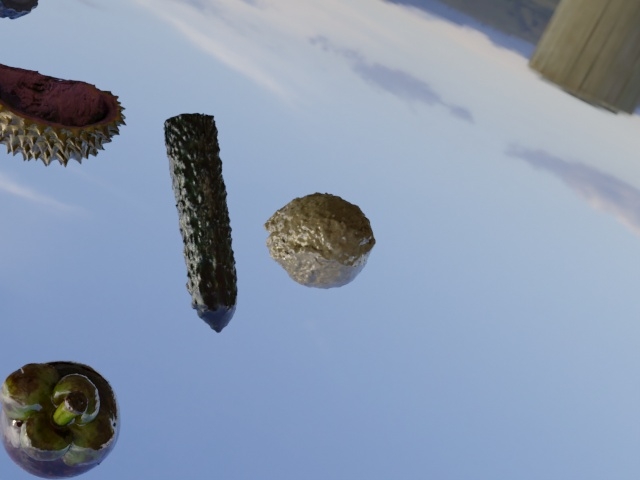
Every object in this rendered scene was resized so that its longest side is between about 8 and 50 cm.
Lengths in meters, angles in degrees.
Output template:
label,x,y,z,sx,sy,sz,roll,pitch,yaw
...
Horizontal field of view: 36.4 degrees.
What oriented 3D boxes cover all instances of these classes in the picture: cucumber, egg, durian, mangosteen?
label,x,y,z,sx,sy,sz,roll,pitch,yaw
cucumber,-0.196,-0.026,1.607,0.096,0.360,0.096,-8,173,-1
egg,0.000,0.000,1.164,0.118,0.116,0.140,16,179,-41
durian,-0.456,-0.190,1.620,0.260,0.186,0.154,3,-121,-26
mangosteen,-0.318,0.225,1.180,0.155,0.146,0.181,17,-176,-17

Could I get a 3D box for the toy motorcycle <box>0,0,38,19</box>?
label,x,y,z,sx,sy,sz,roll,pitch,yaw
toy motorcycle,-0.290,-0.236,0.696,0.215,0.080,0.123,55,-144,-35
